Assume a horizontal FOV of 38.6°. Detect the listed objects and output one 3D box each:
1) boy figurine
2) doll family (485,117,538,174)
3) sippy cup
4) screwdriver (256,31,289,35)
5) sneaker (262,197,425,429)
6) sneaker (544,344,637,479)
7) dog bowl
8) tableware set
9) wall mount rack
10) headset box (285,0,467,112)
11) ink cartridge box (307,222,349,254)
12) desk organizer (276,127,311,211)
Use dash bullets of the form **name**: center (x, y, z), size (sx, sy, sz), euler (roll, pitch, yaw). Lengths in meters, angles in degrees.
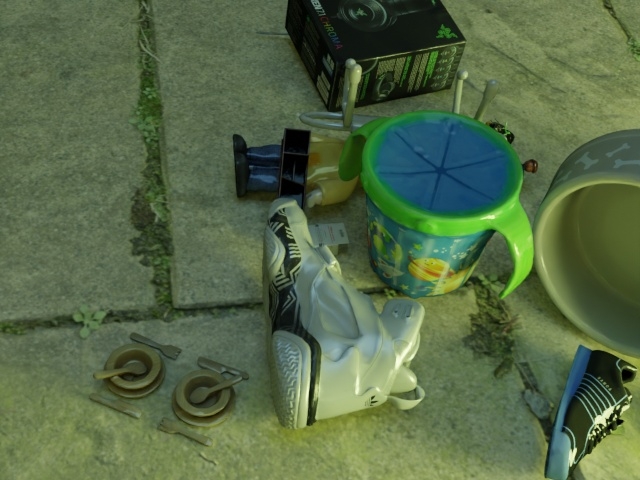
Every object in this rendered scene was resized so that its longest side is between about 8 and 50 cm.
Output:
- **boy figurine**: center (-0.003, -0.122, 1.529), size (0.285, 0.092, 0.177), euler (-2, 45, -3)
- **doll family**: center (0.305, -0.154, 1.606), size (0.111, 0.076, 0.193), euler (-3, 53, -15)
- **sippy cup**: center (0.166, -0.038, 1.380), size (0.240, 0.224, 0.305), euler (-5, 49, -9)
- **screwdriver**: center (-0.044, -0.410, 1.834), size (0.170, 0.025, 0.024), euler (-2, 48, -2)
- **sneaker**: center (0.027, 0.094, 1.310), size (0.210, 0.137, 0.365), euler (-1, 53, -8)
- **sneaker**: center (0.371, 0.238, 1.247), size (0.091, 0.081, 0.232), euler (16, 47, 18)
- **dog bowl**: center (0.456, 0.020, 1.289), size (0.349, 0.348, 0.102), euler (34, 49, 23)
- **tableware set**: center (-0.209, 0.192, 1.255), size (0.194, 0.039, 0.128), euler (19, 49, 11)
- **wall mount rack**: center (0.144, -0.223, 1.470), size (0.350, 0.130, 0.304), euler (5, 16, -2)
- **headset box**: center (0.108, -0.395, 1.743), size (0.283, 0.131, 0.246), euler (-13, 58, -17)
- **ink cartridge box**: center (0.000, 0.000, 1.458), size (0.083, 0.028, 0.048), euler (-5, 49, -10)
- **desk organizer**: center (-0.042, -0.109, 1.444), size (0.047, 0.050, 0.130), euler (5, 72, -5)
